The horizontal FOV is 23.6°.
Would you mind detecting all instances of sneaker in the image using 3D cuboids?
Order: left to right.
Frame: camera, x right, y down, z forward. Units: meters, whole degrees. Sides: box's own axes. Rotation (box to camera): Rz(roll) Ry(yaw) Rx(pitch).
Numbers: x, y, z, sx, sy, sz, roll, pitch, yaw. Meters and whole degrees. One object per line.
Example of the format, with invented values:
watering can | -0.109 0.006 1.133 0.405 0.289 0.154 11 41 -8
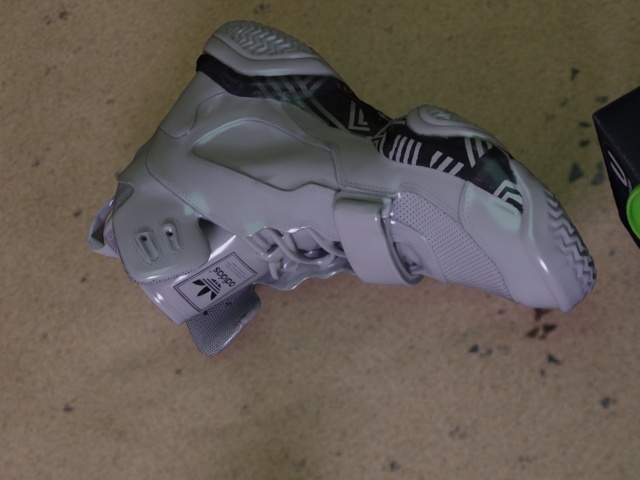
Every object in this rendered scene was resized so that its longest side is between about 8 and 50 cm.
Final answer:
sneaker | 0.000 0.000 1.043 0.366 0.137 0.210 32 77 36

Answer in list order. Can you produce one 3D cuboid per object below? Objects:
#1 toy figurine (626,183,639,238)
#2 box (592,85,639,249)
toy figurine | 0.272 -0.065 0.839 0.173 0.130 0.159 -5 43 47
box | 0.305 0.010 0.918 0.165 0.143 0.270 -30 56 1
